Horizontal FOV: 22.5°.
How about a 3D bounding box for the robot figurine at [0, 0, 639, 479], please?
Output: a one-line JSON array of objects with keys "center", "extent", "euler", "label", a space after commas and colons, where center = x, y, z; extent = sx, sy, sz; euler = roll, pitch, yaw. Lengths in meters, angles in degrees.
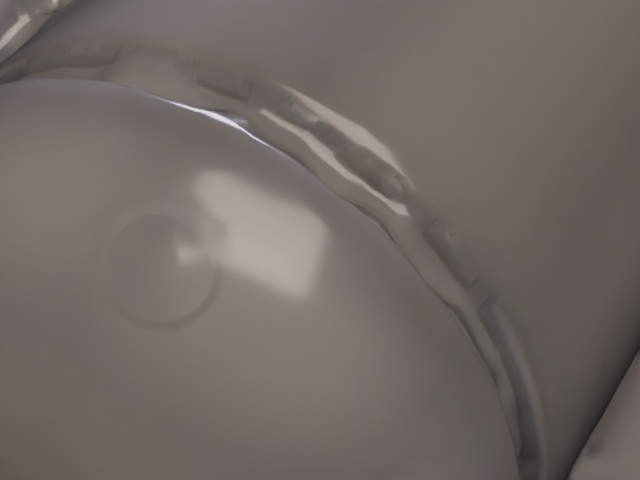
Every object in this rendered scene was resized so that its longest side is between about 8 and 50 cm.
[{"center": [0.000, 0.000, 0.487], "extent": [0.300, 0.200, 0.353], "euler": [40, 48, 1], "label": "robot figurine"}]
